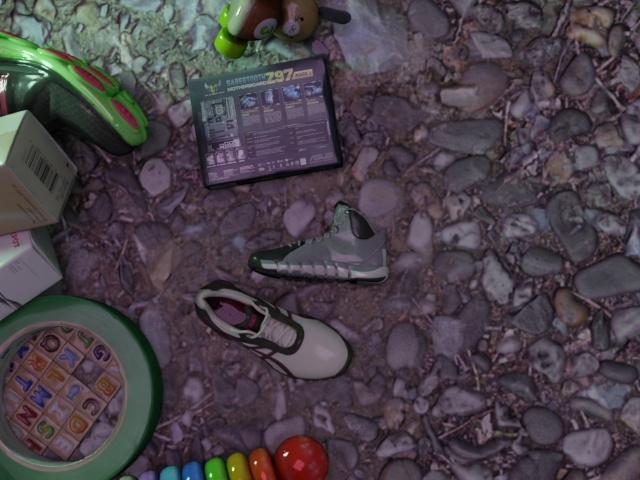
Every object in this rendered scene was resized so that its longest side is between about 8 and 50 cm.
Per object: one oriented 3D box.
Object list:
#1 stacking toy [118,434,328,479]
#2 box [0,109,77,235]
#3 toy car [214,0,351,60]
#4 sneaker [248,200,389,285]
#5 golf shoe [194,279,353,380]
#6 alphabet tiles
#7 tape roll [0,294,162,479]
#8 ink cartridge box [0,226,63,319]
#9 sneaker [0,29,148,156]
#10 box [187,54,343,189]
[{"bbox_3d":[-0.148,0.387,1.724,0.330,0.141,0.141,-20,84,-3],"label":"stacking toy"},{"bbox_3d":[-0.559,-0.086,1.717,0.311,0.148,0.121,-12,47,24],"label":"box"},{"bbox_3d":[-0.053,-0.359,1.770,0.188,0.149,0.155,22,128,-17],"label":"toy car"},{"bbox_3d":[0.000,0.000,1.767,0.228,0.086,0.132,5,81,-5],"label":"sneaker"},{"bbox_3d":[-0.080,0.150,1.737,0.272,0.120,0.105,22,86,5],"label":"golf shoe"},{"bbox_3d":[-0.451,0.242,1.812,0.198,0.009,0.237,36,88,6],"label":"alphabet tiles"},{"bbox_3d":[-0.420,0.249,1.766,0.321,0.077,0.322,0,86,5],"label":"tape roll"},{"bbox_3d":[-0.537,0.050,1.755,0.219,0.093,0.160,-33,42,1],"label":"ink cartridge box"},{"bbox_3d":[-0.499,-0.228,1.788,0.482,0.185,0.202,21,98,14],"label":"sneaker"},{"bbox_3d":[-0.091,-0.192,1.793,0.232,0.059,0.184,-10,85,4],"label":"box"}]
